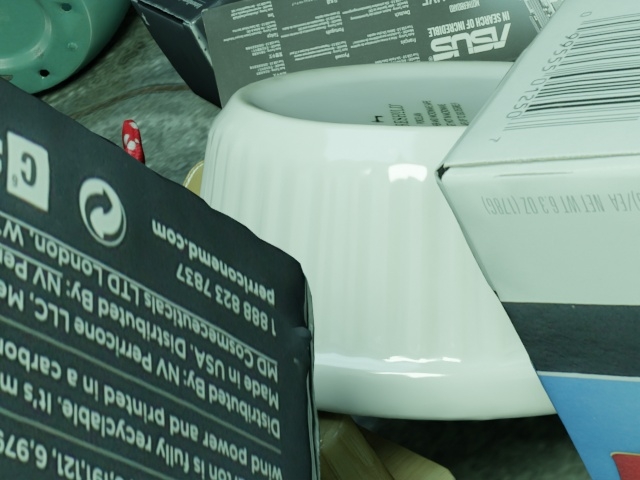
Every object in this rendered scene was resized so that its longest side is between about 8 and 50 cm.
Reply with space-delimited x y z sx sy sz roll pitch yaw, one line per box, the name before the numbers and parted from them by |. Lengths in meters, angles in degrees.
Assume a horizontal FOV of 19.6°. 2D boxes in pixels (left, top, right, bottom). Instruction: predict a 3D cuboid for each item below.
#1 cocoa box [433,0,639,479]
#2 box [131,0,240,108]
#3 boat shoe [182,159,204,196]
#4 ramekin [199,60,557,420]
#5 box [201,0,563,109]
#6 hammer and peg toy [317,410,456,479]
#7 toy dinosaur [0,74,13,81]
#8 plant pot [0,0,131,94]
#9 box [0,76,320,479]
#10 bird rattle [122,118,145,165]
cocoa box | 0.254 -0.047 0.762 0.231 0.228 0.347 -2 38 40
box | -0.026 -0.203 1.490 0.207 0.108 0.153 -38 27 -8
boat shoe | -0.077 0.020 1.143 0.068 0.072 0.190 -21 50 28
ramekin | 0.064 -0.012 0.911 0.273 0.127 0.273 -1 14 0
box | 0.119 -0.151 1.159 0.307 0.076 0.242 -7 8 42
hammer and peg toy | -0.119 0.208 0.881 0.361 0.127 0.266 -43 30 -18
toy dinosaur | -0.348 -0.016 1.560 0.160 0.121 0.313 25 51 36
plant pot | -0.300 -0.278 1.749 0.293 0.293 0.235 -22 45 22
box | -0.257 0.236 0.602 0.480 0.297 0.471 -19 61 27
bird rattle | -0.194 0.031 1.274 0.207 0.143 0.253 -37 18 31
